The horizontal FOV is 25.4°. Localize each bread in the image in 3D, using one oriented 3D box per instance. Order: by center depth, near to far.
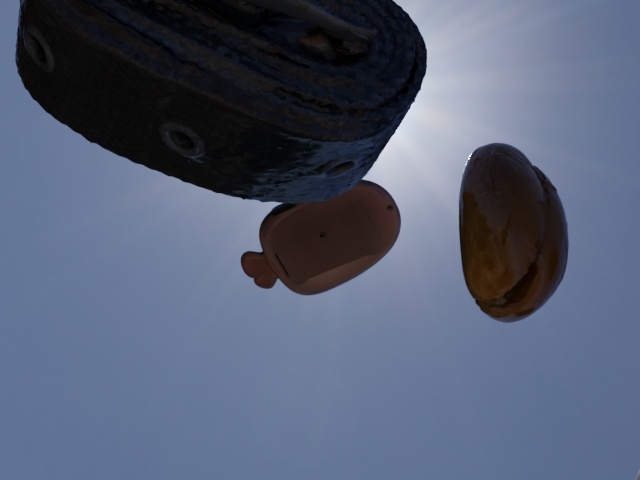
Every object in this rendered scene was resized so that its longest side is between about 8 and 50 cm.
[{"bbox_3d":[0.163,-0.012,1.182,0.077,0.189,0.114,-22,-57,22],"label":"bread"}]

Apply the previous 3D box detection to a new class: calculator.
[{"bbox_3d":[0.000,0.000,1.392,0.166,0.024,0.103,-27,-69,9],"label":"calculator"}]

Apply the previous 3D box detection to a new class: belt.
[{"bbox_3d":[-0.052,-0.107,0.743,0.218,0.122,0.128,22,-29,-9],"label":"belt"}]

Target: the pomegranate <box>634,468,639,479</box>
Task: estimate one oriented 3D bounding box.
[{"bbox_3d":[0.323,0.197,0.808,0.307,0.307,0.307,20,-50,26],"label":"pomegranate"}]
